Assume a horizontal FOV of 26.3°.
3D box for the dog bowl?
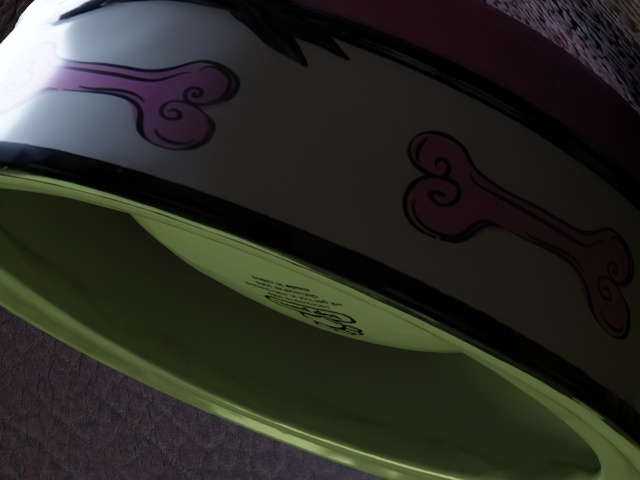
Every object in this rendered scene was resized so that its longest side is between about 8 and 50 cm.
[{"bbox_3d":[0.000,0.000,0.697,0.408,0.150,0.408,20,162,6],"label":"dog bowl"}]
